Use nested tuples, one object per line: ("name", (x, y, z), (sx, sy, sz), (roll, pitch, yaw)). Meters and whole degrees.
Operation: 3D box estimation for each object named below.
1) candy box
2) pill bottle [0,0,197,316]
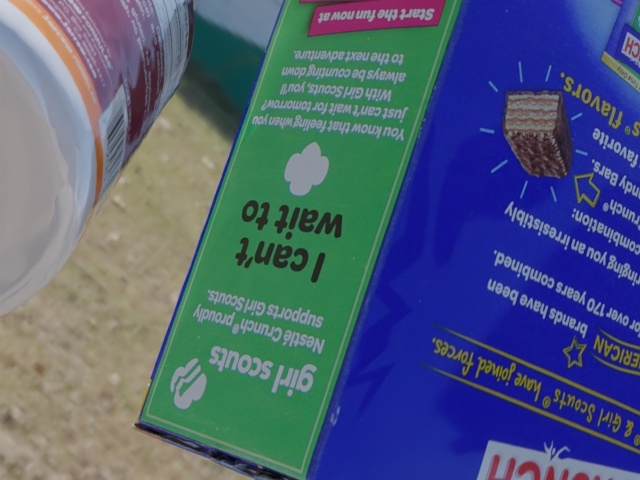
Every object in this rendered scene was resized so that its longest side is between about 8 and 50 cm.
("candy box", (0.098, -0.019, 0.619), (0.268, 0.317, 0.122), (26, -12, -39))
("pill bottle", (-0.208, -0.130, 0.889), (0.224, 0.224, 0.392), (42, 25, -14))
